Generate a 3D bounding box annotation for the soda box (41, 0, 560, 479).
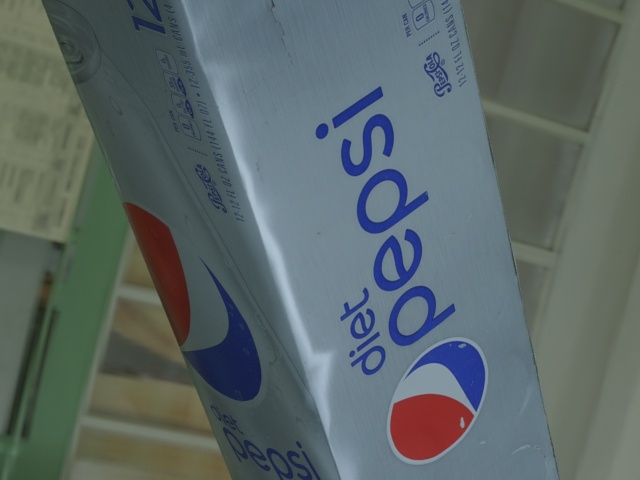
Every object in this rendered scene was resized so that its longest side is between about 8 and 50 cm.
[{"bbox_3d":[0.000,0.000,0.515,0.091,0.098,0.286,27,-35,44],"label":"soda box"}]
